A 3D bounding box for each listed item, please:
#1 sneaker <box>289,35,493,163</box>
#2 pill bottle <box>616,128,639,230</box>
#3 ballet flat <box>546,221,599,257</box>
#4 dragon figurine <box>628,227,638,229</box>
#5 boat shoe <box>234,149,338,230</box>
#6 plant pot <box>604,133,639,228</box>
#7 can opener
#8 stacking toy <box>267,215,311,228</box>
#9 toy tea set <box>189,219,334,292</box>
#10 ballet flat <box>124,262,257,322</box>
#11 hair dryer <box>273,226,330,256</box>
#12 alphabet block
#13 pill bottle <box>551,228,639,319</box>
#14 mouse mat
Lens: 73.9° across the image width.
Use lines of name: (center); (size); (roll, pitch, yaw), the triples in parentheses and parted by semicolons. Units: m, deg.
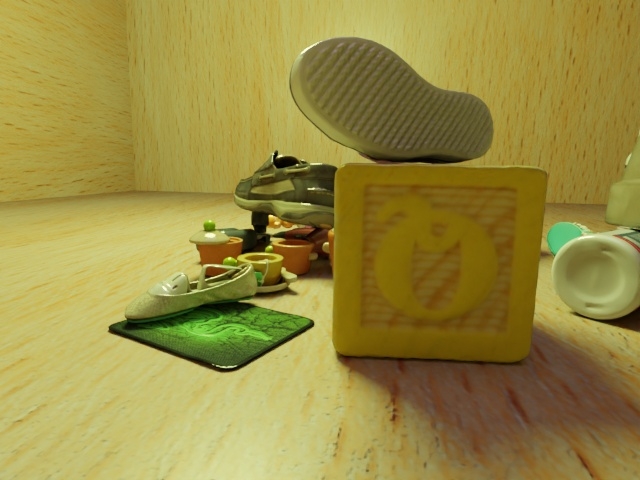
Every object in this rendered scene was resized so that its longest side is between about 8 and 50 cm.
sneaker: (0.055, -0.133, 0.493); (0.282, 0.102, 0.161); (7, 0, -39)
pill bottle: (0.875, -0.142, 1.088); (0.169, 0.302, 0.169); (1, 10, 0)
ballet flat: (0.506, 0.026, 0.797); (0.077, 0.091, 0.241); (31, 15, -2)
dragon figurine: (0.651, 0.015, 0.792); (0.085, 0.144, 0.289); (6, 30, 19)
boat shoe: (-0.063, -0.107, 0.858); (0.132, 0.130, 0.355); (10, 5, -37)
plant pot: (0.577, -0.146, 0.555); (0.323, 0.281, 0.323); (2, 7, 0)
can opener: (-0.175, -0.028, 0.919); (0.076, 0.095, 0.283); (2, 3, 11)
stacking toy: (-0.012, -0.077, 1.145); (0.301, 0.166, 0.175); (-15, 27, -20)
toy tea set: (-0.041, 0.002, 0.681); (0.336, 0.124, 0.200); (0, 10, -9)
ballet flat: (-0.156, 0.057, 0.525); (0.168, 0.052, 0.057); (-8, 13, -39)
hair dryer: (0.000, 0.000, 0.935); (0.223, 0.080, 0.293); (-14, 4, 3)
alphabet block: (0.110, 0.008, 0.484); (0.193, 0.193, 0.197); (0, 11, 3)
pill bottle: (0.407, 0.038, 0.574); (0.180, 0.108, 0.108); (-6, 12, -36)
mouse mat: (-0.121, 0.095, 0.486); (0.189, 0.007, 0.152); (6, 11, 31)
